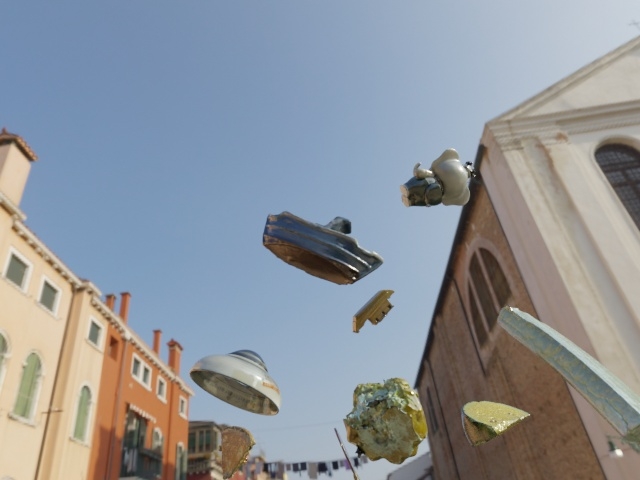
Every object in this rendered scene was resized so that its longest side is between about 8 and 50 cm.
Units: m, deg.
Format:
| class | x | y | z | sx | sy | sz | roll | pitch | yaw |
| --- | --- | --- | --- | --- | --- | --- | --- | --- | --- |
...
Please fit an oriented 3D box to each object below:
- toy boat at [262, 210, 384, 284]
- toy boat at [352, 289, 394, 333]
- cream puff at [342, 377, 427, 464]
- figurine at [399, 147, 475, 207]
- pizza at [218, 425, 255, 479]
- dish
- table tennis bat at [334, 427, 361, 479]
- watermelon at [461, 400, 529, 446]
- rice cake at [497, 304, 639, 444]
| class | x | y | z | sx | sy | sz | roll | pitch | yaw |
| --- | --- | --- | --- | --- | --- | --- | --- | --- | --- |
| toy boat | 0.000 | 0.000 | 1.071 | 0.309 | 0.142 | 0.129 | 22 | -33 | 24 |
| toy boat | 0.185 | 0.247 | 1.632 | 0.200 | 0.077 | 0.057 | -42 | 3 | -15 |
| cream puff | 0.124 | 0.322 | 0.865 | 0.156 | 0.156 | 0.121 | -34 | -74 | 32 |
| figurine | 0.284 | -0.140 | 1.133 | 0.192 | 0.126 | 0.147 | -21 | -67 | -7 |
| pizza | -0.133 | 0.331 | 0.736 | 0.083 | 0.078 | 0.025 | -1 | -24 | 46 |
| dish | -0.221 | 0.379 | 1.349 | 0.273 | 0.134 | 0.273 | 16 | -36 | 12 |
| table tennis bat | 0.107 | 0.776 | 1.620 | 0.021 | 0.274 | 0.154 | -24 | -31 | -6 |
| watermelon | 0.307 | 0.328 | 0.876 | 0.181 | 0.075 | 0.092 | 7 | -44 | -47 |
| rice cake | 0.341 | 0.171 | 0.620 | 0.127 | 0.237 | 0.043 | 29 | -76 | -32 |
